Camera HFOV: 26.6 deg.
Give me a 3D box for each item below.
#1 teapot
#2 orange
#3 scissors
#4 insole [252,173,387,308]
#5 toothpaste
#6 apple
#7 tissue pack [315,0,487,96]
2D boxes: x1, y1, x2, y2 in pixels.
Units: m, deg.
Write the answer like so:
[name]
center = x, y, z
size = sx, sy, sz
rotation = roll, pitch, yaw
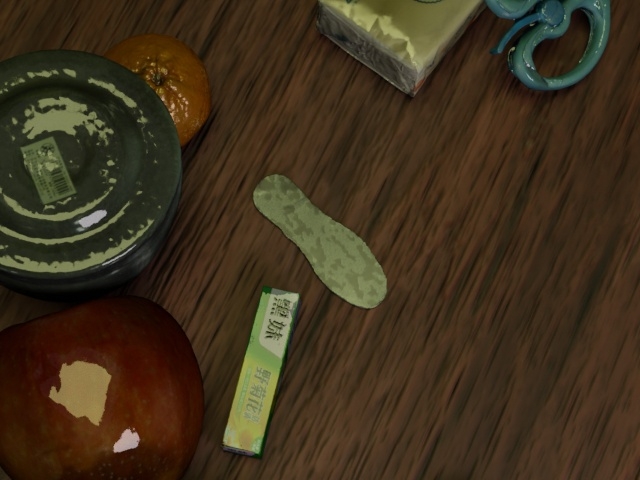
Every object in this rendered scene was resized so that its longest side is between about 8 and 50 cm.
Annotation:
[teapot]
center = -0.300, -0.039, 1.376
size = 0.321, 0.239, 0.240
rotation = -1, 69, -5
[orange]
center = -0.186, -0.163, 1.483
size = 0.135, 0.117, 0.136
rotation = 1, 64, -2
[scissors]
center = 0.329, -0.329, 1.554
size = 0.393, 0.032, 0.180
rotation = -42, 108, -21
[insole]
center = 0.000, 0.000, 1.482
size = 0.065, 0.006, 0.193
rotation = -43, 75, -13
[toothpaste]
center = -0.062, 0.138, 1.417
size = 0.043, 0.037, 0.179
rotation = 12, 71, 6
[apple]
center = -0.221, 0.165, 1.316
size = 0.229, 0.230, 0.230
rotation = 0, 70, 0
[tissue pack]
center = 0.107, -0.282, 1.537
size = 0.148, 0.092, 0.196
rotation = 36, 75, 11
